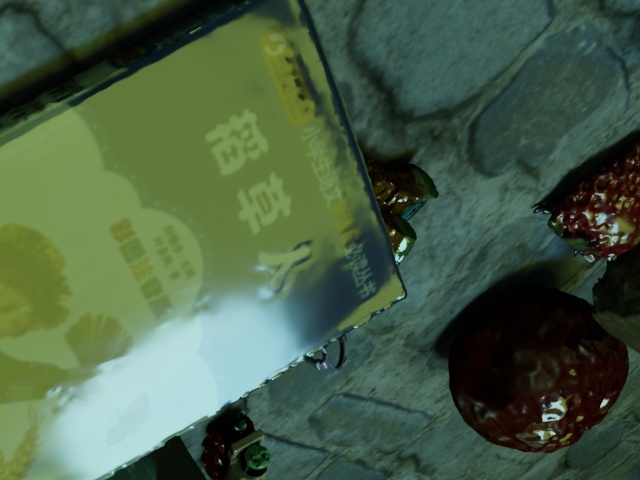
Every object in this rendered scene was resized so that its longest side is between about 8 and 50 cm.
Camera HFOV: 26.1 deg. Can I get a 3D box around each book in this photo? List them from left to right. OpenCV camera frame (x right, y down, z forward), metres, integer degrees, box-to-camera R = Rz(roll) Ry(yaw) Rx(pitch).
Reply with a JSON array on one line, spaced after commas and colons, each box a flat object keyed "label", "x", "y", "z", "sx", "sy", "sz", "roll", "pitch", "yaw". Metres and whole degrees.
[{"label": "book", "x": -0.158, "y": 0.032, "z": 0.966, "sx": 0.428, "sy": 0.039, "sz": 0.300, "roll": -30, "pitch": 128, "yaw": -11}]

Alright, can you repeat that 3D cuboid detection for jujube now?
[{"label": "jujube", "x": 0.273, "y": 0.167, "z": 1.733, "sx": 0.232, "sy": 0.213, "sz": 0.213, "roll": 2, "pitch": 137, "yaw": -51}]

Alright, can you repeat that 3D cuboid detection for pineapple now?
[{"label": "pineapple", "x": 0.465, "y": -0.016, "z": 1.661, "sx": 0.340, "sy": 0.169, "sz": 0.169, "roll": -55, "pitch": 160, "yaw": -14}]

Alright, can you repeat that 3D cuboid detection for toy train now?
[{"label": "toy train", "x": -0.089, "y": 0.251, "z": 1.544, "sx": 0.050, "sy": 0.087, "sz": 0.138, "roll": -26, "pitch": 155, "yaw": -26}]

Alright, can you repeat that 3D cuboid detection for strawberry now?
[{"label": "strawberry", "x": 0.357, "y": -0.053, "z": 1.564, "sx": 0.208, "sy": 0.087, "sz": 0.167, "roll": -42, "pitch": 154, "yaw": 12}]

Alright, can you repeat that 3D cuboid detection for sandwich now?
[{"label": "sandwich", "x": 0.008, "y": 0.005, "z": 1.226, "sx": 0.235, "sy": 0.079, "sz": 0.159, "roll": -24, "pitch": 154, "yaw": -22}]

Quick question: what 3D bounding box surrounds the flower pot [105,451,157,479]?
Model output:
[{"label": "flower pot", "x": -0.256, "y": 0.211, "z": 1.134, "sx": 0.243, "sy": 0.189, "sz": 0.157, "roll": -29, "pitch": 111, "yaw": -1}]

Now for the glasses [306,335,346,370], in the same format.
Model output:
[{"label": "glasses", "x": -0.028, "y": 0.077, "z": 1.324, "sx": 0.104, "sy": 0.140, "sz": 0.062, "roll": -9, "pitch": 131, "yaw": 21}]

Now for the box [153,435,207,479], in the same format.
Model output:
[{"label": "box", "x": -0.180, "y": 0.285, "z": 1.396, "sx": 0.155, "sy": 0.149, "sz": 0.231, "roll": -34, "pitch": 154, "yaw": -10}]

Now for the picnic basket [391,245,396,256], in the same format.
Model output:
[{"label": "picnic basket", "x": -0.034, "y": 0.011, "z": 1.108, "sx": 0.164, "sy": 0.079, "sz": 0.115, "roll": -38, "pitch": 119, "yaw": -6}]
